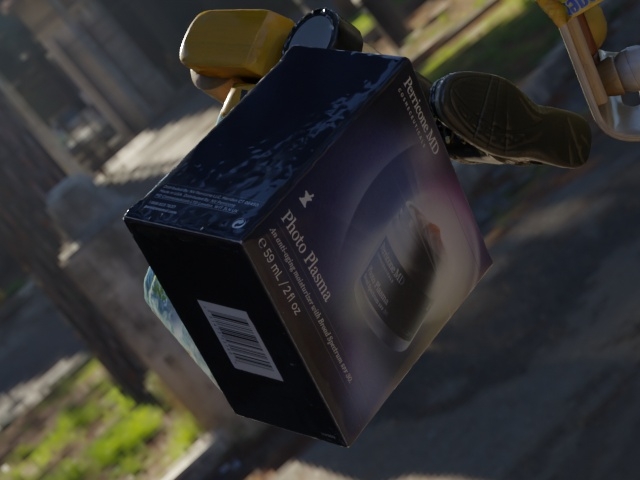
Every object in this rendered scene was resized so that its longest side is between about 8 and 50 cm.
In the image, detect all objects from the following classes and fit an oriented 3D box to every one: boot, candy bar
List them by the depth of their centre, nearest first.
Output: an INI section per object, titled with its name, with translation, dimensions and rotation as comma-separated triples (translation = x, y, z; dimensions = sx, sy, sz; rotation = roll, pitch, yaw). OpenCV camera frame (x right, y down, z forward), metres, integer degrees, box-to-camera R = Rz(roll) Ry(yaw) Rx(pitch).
[candy bar]
translation = 0.258, -0.234, 1.444
dimensions = 0.161, 0.040, 0.018
rotation = -24, 26, 51
[boot]
translation = 0.175, -0.133, 1.868
dimensions = 0.179, 0.236, 0.085
rotation = 4, 81, 52

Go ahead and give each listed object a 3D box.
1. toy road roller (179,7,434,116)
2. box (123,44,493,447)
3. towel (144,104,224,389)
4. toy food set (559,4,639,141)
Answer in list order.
[toy road roller]
translation = -0.041, -0.144, 2.007
dimensions = 0.329, 0.202, 0.240
rotation = 13, 77, 49
[box]
translation = 0.000, 0.000, 1.695
dimensions = 0.183, 0.296, 0.294
rotation = 11, 49, 41
[towel]
translation = -0.104, 0.005, 2.257
dimensions = 0.320, 0.090, 0.374
rotation = 45, 116, 52
[toy food set]
translation = 0.308, -0.283, 1.797
dimensions = 0.092, 0.306, 0.219
rotation = -18, 28, 15
